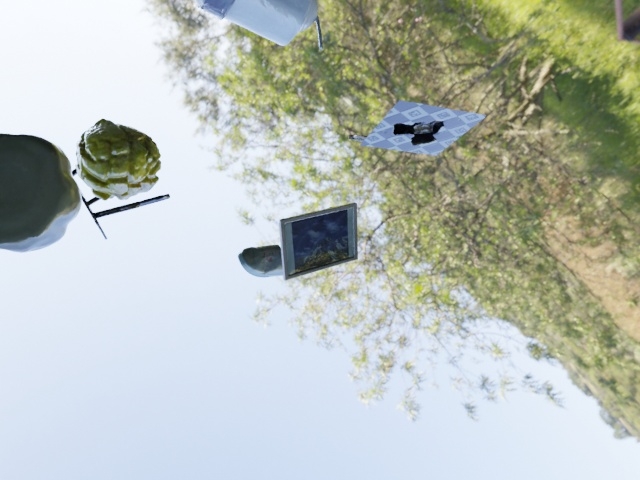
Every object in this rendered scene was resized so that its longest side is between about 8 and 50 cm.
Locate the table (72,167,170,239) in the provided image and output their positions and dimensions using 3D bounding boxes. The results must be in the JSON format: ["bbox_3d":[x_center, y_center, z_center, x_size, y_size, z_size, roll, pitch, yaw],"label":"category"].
[{"bbox_3d":[-0.676,-0.182,1.701,0.317,0.249,0.317,49,158,28],"label":"table"}]

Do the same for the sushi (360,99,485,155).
[{"bbox_3d":[0.237,-0.283,1.215,0.220,0.231,0.047,5,-105,-17],"label":"sushi"}]

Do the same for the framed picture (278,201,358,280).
[{"bbox_3d":[0.000,0.000,1.605,0.281,0.209,0.019,-17,-154,-27],"label":"framed picture"}]

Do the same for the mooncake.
[{"bbox_3d":[-0.664,-0.102,1.113,0.275,0.275,0.135,45,177,0],"label":"mooncake"}]

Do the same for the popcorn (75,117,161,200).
[{"bbox_3d":[-0.286,-0.111,0.708,0.106,0.116,0.120,30,-127,4],"label":"popcorn"}]

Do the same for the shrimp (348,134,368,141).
[{"bbox_3d":[0.147,-0.389,1.907,0.108,0.023,0.059,17,180,29],"label":"shrimp"}]

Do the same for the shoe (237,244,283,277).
[{"bbox_3d":[-0.171,0.066,1.771,0.251,0.100,0.103,11,-133,-49],"label":"shoe"}]

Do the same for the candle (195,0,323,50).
[{"bbox_3d":[-0.140,-0.634,1.290,0.343,0.221,0.221,15,-145,-30],"label":"candle"}]
